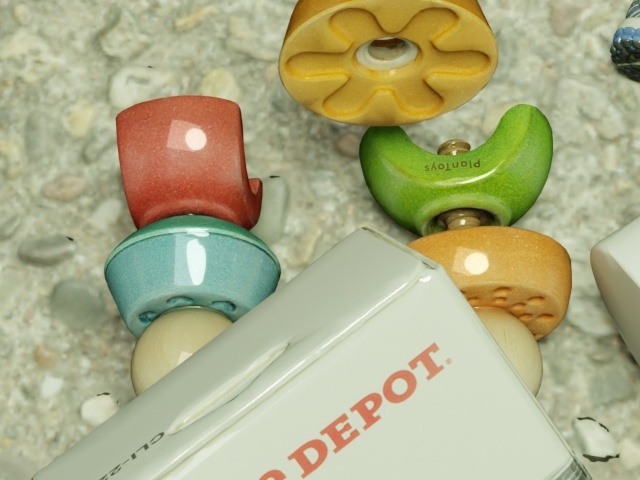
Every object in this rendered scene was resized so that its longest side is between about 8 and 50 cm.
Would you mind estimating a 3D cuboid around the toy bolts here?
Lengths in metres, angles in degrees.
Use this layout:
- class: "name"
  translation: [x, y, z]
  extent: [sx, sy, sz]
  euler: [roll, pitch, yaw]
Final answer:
- class: "toy bolts"
  translation: [0.000, 0.000, 0.786]
  extent: [0.228, 0.218, 0.158]
  euler: [-9, 60, 10]

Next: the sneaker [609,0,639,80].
- class: "sneaker"
  translation: [0.226, -0.109, 0.876]
  extent: [0.135, 0.052, 0.058]
  euler: [15, 69, 7]

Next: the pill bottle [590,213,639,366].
- class: "pill bottle"
  translation: [0.273, -0.018, 0.792]
  extent: [0.272, 0.152, 0.152]
  euler: [-31, 74, -3]

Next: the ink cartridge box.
- class: "ink cartridge box"
  translation: [0.031, 0.159, 0.717]
  extent: [0.197, 0.114, 0.273]
  euler: [-37, 108, -6]
